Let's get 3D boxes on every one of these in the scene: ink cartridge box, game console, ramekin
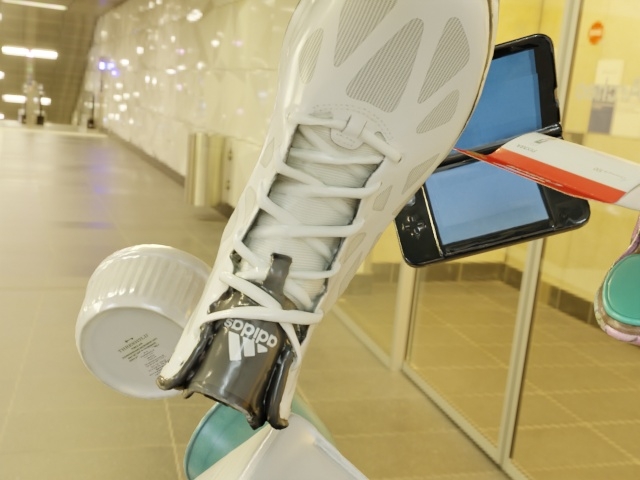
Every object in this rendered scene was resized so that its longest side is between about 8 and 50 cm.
[{"bbox_3d":[0.293,-0.087,0.828,0.232,0.066,0.189,12,14,-39],"label":"ink cartridge box"},{"bbox_3d":[0.233,-0.127,1.067,0.293,0.250,0.173,-15,-25,7],"label":"game console"},{"bbox_3d":[-0.229,0.119,0.967,0.207,0.207,0.109,6,33,1],"label":"ramekin"}]

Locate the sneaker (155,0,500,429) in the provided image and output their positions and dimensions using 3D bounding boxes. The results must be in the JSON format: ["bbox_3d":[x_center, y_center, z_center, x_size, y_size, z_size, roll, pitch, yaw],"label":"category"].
[{"bbox_3d":[0.001,0.001,0.561,0.169,0.448,0.258,21,46,-7],"label":"sneaker"}]

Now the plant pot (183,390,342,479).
[{"bbox_3d":[-0.075,0.439,1.352,0.271,0.272,0.255,-6,32,-46],"label":"plant pot"}]

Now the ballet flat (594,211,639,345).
[{"bbox_3d":[0.273,0.033,0.576,0.076,0.079,0.221,16,39,26],"label":"ballet flat"}]

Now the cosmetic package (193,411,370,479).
[{"bbox_3d":[-0.079,0.447,0.693,0.329,0.393,0.327,43,40,-4],"label":"cosmetic package"}]
